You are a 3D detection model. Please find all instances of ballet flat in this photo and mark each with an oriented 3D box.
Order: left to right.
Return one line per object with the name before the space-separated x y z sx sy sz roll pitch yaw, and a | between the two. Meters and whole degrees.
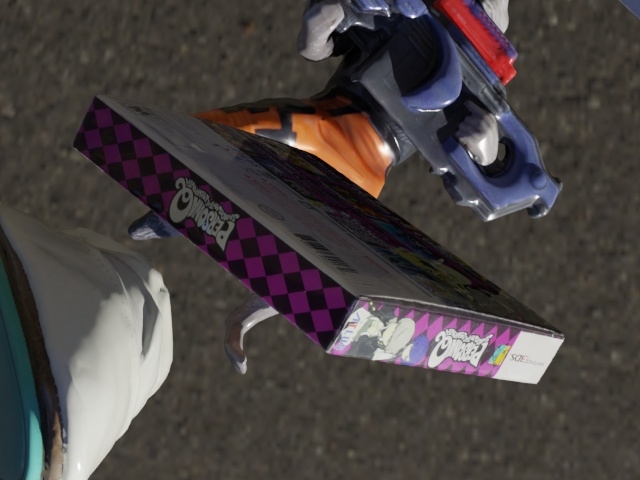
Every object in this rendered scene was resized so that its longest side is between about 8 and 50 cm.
ballet flat | -0.154 0.037 1.061 0.139 0.400 0.139 -5 102 -24

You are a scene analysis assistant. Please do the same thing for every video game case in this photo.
video game case | 0.000 0.000 1.122 0.210 0.232 0.041 12 111 -52

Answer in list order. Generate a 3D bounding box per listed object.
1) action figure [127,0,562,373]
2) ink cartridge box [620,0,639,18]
action figure | -0.006 -0.119 1.401 0.330 0.178 0.341 -36 102 -13
ink cartridge box | 0.114 -0.174 0.612 0.093 0.212 0.154 0 128 -41
